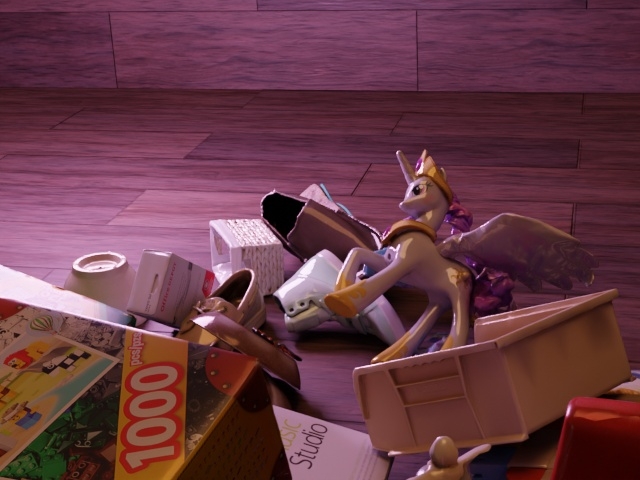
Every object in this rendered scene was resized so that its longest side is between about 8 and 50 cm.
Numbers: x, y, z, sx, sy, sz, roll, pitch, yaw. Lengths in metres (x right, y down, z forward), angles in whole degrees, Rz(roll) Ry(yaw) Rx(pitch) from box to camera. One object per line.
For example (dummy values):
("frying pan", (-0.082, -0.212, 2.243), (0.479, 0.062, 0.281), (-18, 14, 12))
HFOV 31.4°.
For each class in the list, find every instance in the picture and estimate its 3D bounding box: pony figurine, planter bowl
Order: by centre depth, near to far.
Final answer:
("pony figurine", (0.202, 0.058, 1.775), (0.351, 0.303, 0.363), (35, 56, -3))
("planter bowl", (-0.388, 0.086, 2.023), (0.162, 0.109, 0.162), (-3, 21, 1))

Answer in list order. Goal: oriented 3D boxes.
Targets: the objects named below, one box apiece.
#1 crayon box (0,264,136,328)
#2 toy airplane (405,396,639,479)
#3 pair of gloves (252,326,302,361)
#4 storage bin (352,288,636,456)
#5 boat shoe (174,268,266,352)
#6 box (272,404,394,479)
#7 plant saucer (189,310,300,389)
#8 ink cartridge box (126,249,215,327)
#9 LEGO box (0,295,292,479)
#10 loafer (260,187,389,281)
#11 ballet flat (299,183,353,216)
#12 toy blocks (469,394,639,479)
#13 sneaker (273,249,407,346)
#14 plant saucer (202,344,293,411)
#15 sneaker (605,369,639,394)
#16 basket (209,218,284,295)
("crayon box", (-0.458, 0.141, 1.818), (0.278, 0.081, 0.165), (20, 26, 7))
("toy airplane", (0.263, 0.297, 1.030), (0.386, 0.384, 0.272), (35, 44, -14))
("pair of gloves", (-0.066, 0.158, 1.734), (0.083, 0.010, 0.074), (31, -8, 23))
("storage bin", (0.220, 0.170, 1.457), (0.262, 0.123, 0.260), (-16, -1, -44))
("boat shoe", (-0.181, 0.139, 1.867), (0.109, 0.098, 0.302), (7, 25, 24))
("box", (-0.081, 0.287, 1.423), (0.321, 0.059, 0.232), (15, 25, 8))
("plant saucer", (-0.105, 0.159, 1.718), (0.198, 0.036, 0.198), (32, -8, 5))
("ink cartridge box", (-0.250, 0.086, 1.912), (0.063, 0.109, 0.150), (8, -12, 27))
("LEGO box", (-0.314, 0.309, 1.124), (0.372, 0.193, 0.500), (10, 41, 27))
("loafer", (0.000, 0.000, 2.101), (0.130, 0.134, 0.366), (35, -9, -41))
("ballet flat", (0.004, -0.030, 2.319), (0.106, 0.108, 0.316), (-26, 19, -5))
("toy blocks", (0.304, 0.291, 1.354), (0.260, 0.191, 0.381), (-5, 17, 28))
("sneaker", (0.028, 0.134, 1.903), (0.151, 0.094, 0.256), (-38, 48, -15))
("plant saucer", (-0.189, 0.234, 1.614), (0.310, 0.050, 0.311), (5, 31, -3))
("sneaker", (0.506, 0.222, 1.548), (0.296, 0.112, 0.131), (9, 24, 28))
("basket", (-0.138, 0.031, 2.129), (0.103, 0.113, 0.167), (-8, 21, -18))
